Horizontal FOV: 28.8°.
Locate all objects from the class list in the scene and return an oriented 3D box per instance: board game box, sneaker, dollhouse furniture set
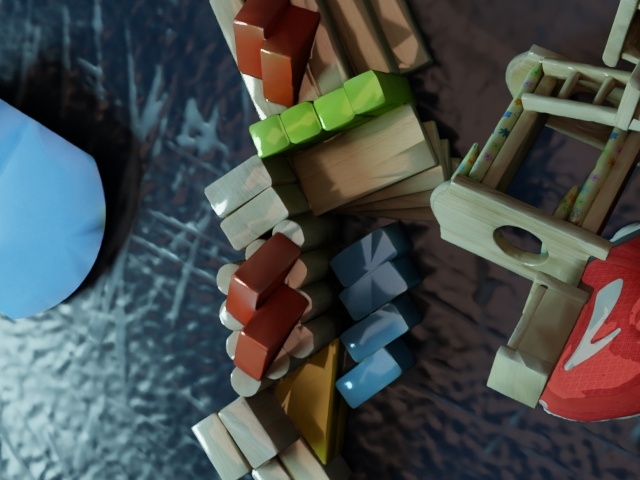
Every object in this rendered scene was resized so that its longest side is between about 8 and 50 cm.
[{"bbox_3d":[-0.221,-0.032,0.848,0.169,0.033,0.133,32,108,-1],"label":"board game box"},{"bbox_3d":[0.232,0.022,0.670,0.279,0.118,0.107,-27,86,17],"label":"sneaker"},{"bbox_3d":[0.113,-0.041,0.640,0.101,0.161,0.182,25,62,14],"label":"dollhouse furniture set"}]

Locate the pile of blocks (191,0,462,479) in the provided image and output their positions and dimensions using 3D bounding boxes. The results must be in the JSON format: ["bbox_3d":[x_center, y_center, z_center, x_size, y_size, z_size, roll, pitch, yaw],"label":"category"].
[{"bbox_3d":[0.000,0.000,0.744,0.149,0.112,0.362,2,96,17],"label":"pile of blocks"}]
